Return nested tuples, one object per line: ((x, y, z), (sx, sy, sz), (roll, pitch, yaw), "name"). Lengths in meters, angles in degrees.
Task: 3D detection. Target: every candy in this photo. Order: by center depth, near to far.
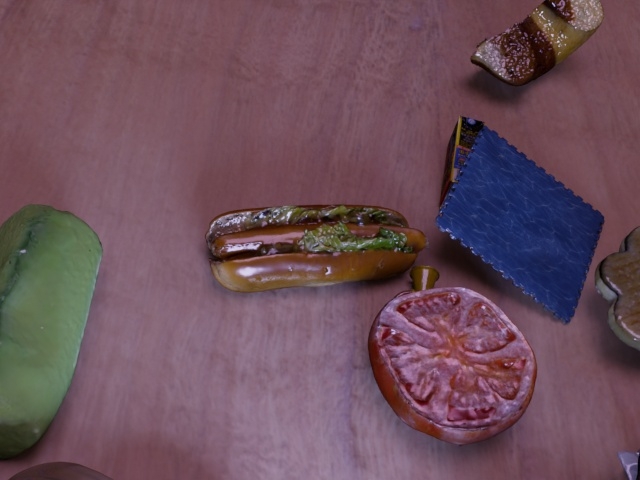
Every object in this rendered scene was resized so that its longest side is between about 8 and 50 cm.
((-0.381, 0.109, 1.376), (0.142, 0.132, 0.344), (44, 38, -34), "candy")

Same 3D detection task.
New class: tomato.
((0.173, 0.178, 1.471), (0.236, 0.095, 0.237), (7, 52, -9), "tomato")

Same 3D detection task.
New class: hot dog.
((0.000, 0.000, 1.578), (0.337, 0.100, 0.135), (-3, 49, -16), "hot dog")

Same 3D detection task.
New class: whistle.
((0.140, 0.088, 1.578), (0.057, 0.046, 0.109), (25, 52, -11), "whistle")

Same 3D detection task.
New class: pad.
((0.323, -0.031, 1.694), (0.269, 0.012, 0.269), (36, 48, -8), "pad")

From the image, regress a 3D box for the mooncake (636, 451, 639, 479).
((0.499, 0.303, 1.206), (0.283, 0.141, 0.283), (7, 49, -8), "mooncake")

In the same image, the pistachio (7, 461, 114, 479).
((-0.252, 0.387, 1.104), (0.226, 0.208, 0.332), (-18, 65, -22), "pistachio")

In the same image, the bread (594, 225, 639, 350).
((0.535, 0.065, 1.632), (0.286, 0.056, 0.207), (-12, 54, -22), "bread")

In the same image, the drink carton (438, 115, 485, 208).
((0.237, -0.125, 1.770), (0.056, 0.071, 0.166), (17, 48, -4), "drink carton")

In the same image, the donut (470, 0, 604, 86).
((0.399, -0.363, 1.987), (0.295, 0.151, 0.112), (-35, 80, -15), "donut")

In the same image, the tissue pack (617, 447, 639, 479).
((0.496, 0.340, 1.364), (0.145, 0.159, 0.229), (-16, 55, -26), "tissue pack")
